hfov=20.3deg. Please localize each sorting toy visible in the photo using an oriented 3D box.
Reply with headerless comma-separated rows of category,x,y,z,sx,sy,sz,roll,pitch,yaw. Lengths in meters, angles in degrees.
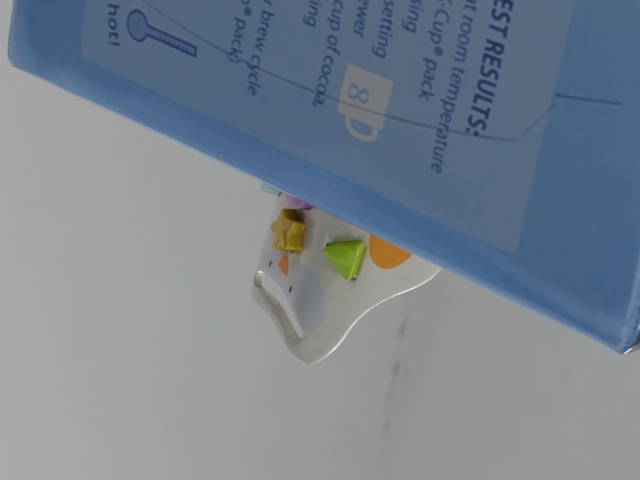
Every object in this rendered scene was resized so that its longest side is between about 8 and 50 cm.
sorting toy,0.000,0.000,0.625,0.083,0.045,0.075,50,-57,44

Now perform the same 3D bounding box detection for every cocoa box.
cocoa box,0.088,-0.182,0.487,0.231,0.228,0.347,26,-65,34
